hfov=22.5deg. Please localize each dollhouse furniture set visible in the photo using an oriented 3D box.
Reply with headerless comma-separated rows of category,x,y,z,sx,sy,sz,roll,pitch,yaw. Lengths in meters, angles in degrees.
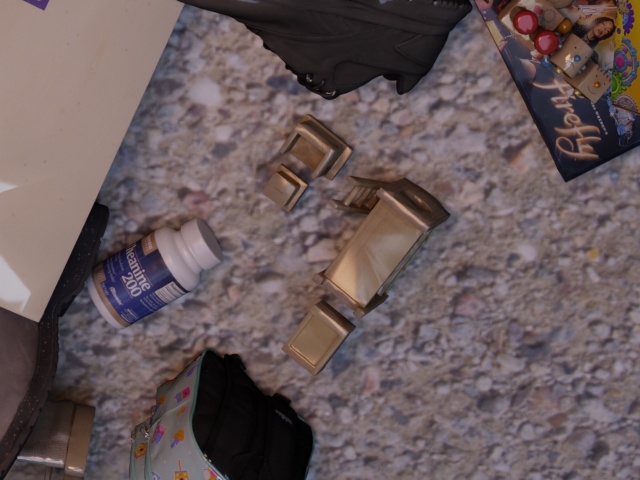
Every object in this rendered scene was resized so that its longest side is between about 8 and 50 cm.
dollhouse furniture set,0.000,0.000,1.517,0.161,0.101,0.182,40,107,8

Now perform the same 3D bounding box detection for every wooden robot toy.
wooden robot toy,0.204,-0.199,1.394,0.173,0.076,0.079,40,95,-17

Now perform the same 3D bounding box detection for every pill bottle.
pill bottle,-0.155,0.028,1.512,0.120,0.067,0.067,-30,111,9

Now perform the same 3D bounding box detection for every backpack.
backpack,-0.097,0.217,1.530,0.144,0.188,0.166,-41,110,13

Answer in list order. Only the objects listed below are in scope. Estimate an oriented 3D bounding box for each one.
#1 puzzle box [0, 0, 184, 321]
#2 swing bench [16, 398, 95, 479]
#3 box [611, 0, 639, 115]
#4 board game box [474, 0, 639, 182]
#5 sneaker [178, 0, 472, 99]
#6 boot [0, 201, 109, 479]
puzzle box,-0.275,-0.169,1.346,0.272,0.052,0.408,26,85,-13
swing bench,-0.351,0.249,1.487,0.253,0.165,0.254,9,74,-7
box,0.408,-0.246,1.313,0.290,0.177,0.279,-15,116,-29
board game box,0.242,-0.194,1.456,0.165,0.042,0.243,-27,112,8
sneaker,-0.007,-0.185,1.382,0.286,0.109,0.130,8,123,-28
boot,-0.337,0.067,1.409,0.223,0.338,0.118,23,142,-14
